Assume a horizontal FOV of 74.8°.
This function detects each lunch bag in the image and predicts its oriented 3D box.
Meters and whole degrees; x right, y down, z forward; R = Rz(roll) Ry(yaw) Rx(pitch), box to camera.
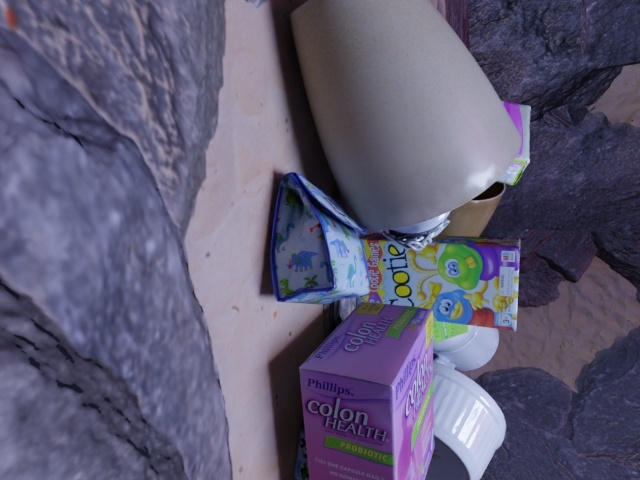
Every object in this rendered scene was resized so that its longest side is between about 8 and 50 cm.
[{"bbox_3d":[0.000,0.000,0.531,0.129,0.096,0.151,24,53,-63],"label":"lunch bag"}]

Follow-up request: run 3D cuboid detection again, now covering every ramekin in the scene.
[{"bbox_3d":[0.219,0.379,0.850,0.127,0.272,0.273,-46,134,-39],"label":"ramekin"}]

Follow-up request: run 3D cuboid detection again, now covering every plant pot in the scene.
[{"bbox_3d":[0.086,-0.198,0.546,0.274,0.256,0.256,56,40,-26],"label":"plant pot"},{"bbox_3d":[0.392,-0.069,1.242,0.237,0.237,0.254,-55,152,-49],"label":"plant pot"}]

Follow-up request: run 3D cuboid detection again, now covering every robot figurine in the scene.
[{"bbox_3d":[0.358,0.230,1.149,0.353,0.199,0.300,41,55,-41],"label":"robot figurine"}]

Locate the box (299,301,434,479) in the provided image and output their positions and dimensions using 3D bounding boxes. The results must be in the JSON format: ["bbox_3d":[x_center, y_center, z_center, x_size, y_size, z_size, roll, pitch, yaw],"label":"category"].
[{"bbox_3d":[0.079,0.240,0.579,0.213,0.117,0.243,-28,116,-61],"label":"box"}]

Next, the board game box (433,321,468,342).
[{"bbox_3d":[0.221,0.175,0.933,0.259,0.039,0.124,-11,105,-24],"label":"board game box"}]

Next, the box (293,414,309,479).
[{"bbox_3d":[0.011,0.356,0.636,0.159,0.044,0.233,34,62,-61],"label":"box"}]

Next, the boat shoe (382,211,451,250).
[{"bbox_3d":[0.148,-0.039,0.686,0.105,0.113,0.306,54,-2,-11],"label":"boat shoe"}]

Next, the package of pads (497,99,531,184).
[{"bbox_3d":[0.381,-0.273,1.085,0.101,0.296,0.229,92,15,-57],"label":"package of pads"}]

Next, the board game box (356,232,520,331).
[{"bbox_3d":[0.220,0.064,0.785,0.144,0.275,0.142,-13,104,-64],"label":"board game box"}]

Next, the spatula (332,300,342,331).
[{"bbox_3d":[0.034,0.106,0.677,0.084,0.030,0.297,-26,115,-65],"label":"spatula"}]
